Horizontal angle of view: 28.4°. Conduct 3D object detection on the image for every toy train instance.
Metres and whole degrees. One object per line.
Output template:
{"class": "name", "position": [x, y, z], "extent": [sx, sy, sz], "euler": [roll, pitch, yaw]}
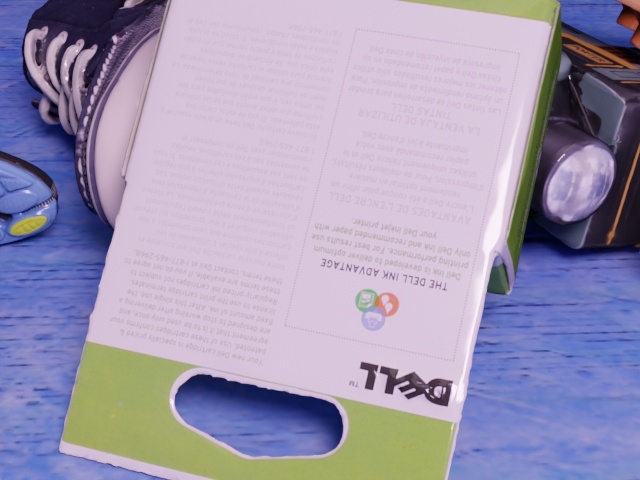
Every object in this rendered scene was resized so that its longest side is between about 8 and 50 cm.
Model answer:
{"class": "toy train", "position": [0.102, -0.099, 0.824], "extent": [0.190, 0.142, 0.334], "euler": [-1, 25, -31]}

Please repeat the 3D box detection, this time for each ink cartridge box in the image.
{"class": "ink cartridge box", "position": [0.000, 0.000, 0.619], "extent": [0.189, 0.255, 0.097], "euler": [11, -10, 14]}

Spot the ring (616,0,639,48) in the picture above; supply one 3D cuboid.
{"class": "ring", "position": [0.284, -0.120, 0.856], "extent": [0.337, 0.032, 0.336], "euler": [23, 17, -7]}

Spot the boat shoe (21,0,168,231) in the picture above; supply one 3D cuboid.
{"class": "boat shoe", "position": [-0.131, -0.089, 0.809], "extent": [0.158, 0.127, 0.340], "euler": [0, 21, 10]}

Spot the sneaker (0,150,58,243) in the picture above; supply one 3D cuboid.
{"class": "sneaker", "position": [-0.238, -0.048, 0.761], "extent": [0.188, 0.067, 0.078], "euler": [12, 37, 22]}
